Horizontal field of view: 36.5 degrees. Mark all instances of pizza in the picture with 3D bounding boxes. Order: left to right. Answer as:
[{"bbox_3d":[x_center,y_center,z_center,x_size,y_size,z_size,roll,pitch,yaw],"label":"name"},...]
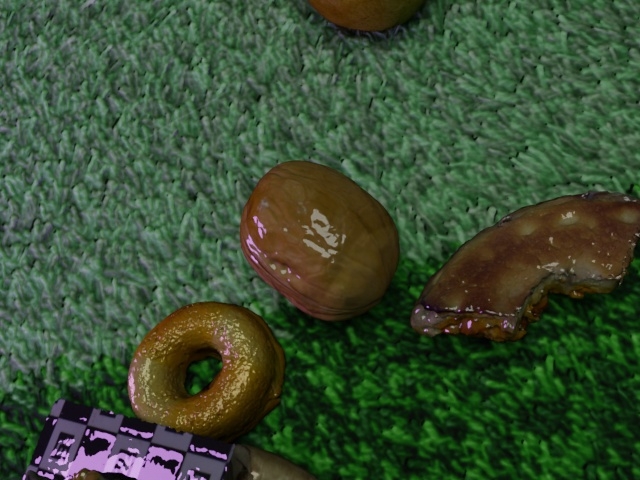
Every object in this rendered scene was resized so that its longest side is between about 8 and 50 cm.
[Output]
[{"bbox_3d":[0.244,0.037,1.109,0.306,0.085,0.161,-25,46,-3],"label":"pizza"}]

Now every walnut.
[{"bbox_3d":[0.000,0.000,1.119,0.197,0.165,0.165,31,77,16],"label":"walnut"}]

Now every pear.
[{"bbox_3d":[0.053,-0.377,1.236,0.209,0.209,0.208,-3,69,8],"label":"pear"}]

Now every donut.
[{"bbox_3d":[-0.139,0.152,1.132,0.190,0.074,0.174,-25,68,0],"label":"donut"}]

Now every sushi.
[{"bbox_3d":[-0.276,0.344,0.994,0.343,0.064,0.359,1,66,45],"label":"sushi"}]

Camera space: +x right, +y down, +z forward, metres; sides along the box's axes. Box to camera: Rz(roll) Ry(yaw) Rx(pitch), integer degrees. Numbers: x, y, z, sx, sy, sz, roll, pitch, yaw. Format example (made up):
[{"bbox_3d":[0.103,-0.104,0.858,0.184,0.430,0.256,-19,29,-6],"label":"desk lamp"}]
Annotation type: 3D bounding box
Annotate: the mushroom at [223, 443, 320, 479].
[{"bbox_3d":[-0.049,0.343,0.977,0.189,0.195,0.253,24,59,-16],"label":"mushroom"}]
